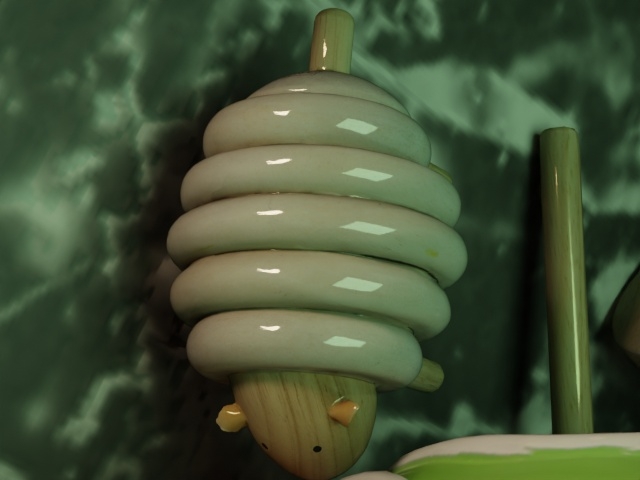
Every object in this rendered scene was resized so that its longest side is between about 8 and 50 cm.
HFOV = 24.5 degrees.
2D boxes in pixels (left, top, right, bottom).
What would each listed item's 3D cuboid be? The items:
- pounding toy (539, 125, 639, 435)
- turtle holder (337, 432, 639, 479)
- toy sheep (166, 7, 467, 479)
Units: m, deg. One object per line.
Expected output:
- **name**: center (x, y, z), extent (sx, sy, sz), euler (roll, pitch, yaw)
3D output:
- **pounding toy**: center (0.174, 0.005, 0.495), extent (0.155, 0.154, 0.269), euler (50, 63, -28)
- **turtle holder**: center (0.098, 0.163, 0.380), extent (0.320, 0.227, 0.243), euler (-3, 97, -28)
- **toy sheep**: center (0.000, 0.000, 0.408), extent (0.091, 0.091, 0.132), euler (11, 72, -37)
